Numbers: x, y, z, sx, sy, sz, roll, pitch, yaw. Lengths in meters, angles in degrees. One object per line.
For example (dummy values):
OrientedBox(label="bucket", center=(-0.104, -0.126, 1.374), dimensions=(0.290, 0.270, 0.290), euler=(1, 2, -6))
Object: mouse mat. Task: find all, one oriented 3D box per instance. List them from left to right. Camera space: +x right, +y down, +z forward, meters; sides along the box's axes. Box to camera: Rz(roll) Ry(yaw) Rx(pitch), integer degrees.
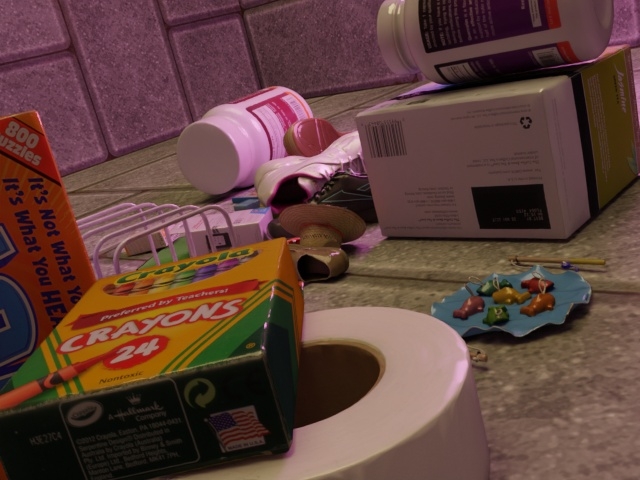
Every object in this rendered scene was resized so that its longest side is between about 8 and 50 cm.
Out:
OrientedBox(label="mouse mat", center=(-0.261, 0.017, 1.467), dimensions=(0.153, 0.007, 0.189), euler=(-9, 18, 19))

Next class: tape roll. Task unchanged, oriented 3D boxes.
OrientedBox(label="tape roll", center=(-0.009, 0.158, 0.618), dimensions=(0.286, 0.100, 0.286), euler=(-14, 17, 4))

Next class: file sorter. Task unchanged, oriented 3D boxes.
OrientedBox(label="file sorter", center=(-0.258, 0.047, 1.071), dimensions=(0.193, 0.173, 0.278), euler=(-26, 19, -36))

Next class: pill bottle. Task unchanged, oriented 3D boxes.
OrientedBox(label="pill bottle", center=(-0.193, -0.268, 1.971), dimensions=(0.224, 0.223, 0.392), euler=(-5, 18, 29))
OrientedBox(label="pill bottle", center=(0.254, -0.336, 1.104), dimensions=(0.323, 0.181, 0.181), euler=(-2, 20, 35))

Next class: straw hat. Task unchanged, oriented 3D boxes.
OrientedBox(label="straw hat", center=(0.000, 0.000, 1.194), dimensions=(0.145, 0.144, 0.061), euler=(-7, 59, 24))

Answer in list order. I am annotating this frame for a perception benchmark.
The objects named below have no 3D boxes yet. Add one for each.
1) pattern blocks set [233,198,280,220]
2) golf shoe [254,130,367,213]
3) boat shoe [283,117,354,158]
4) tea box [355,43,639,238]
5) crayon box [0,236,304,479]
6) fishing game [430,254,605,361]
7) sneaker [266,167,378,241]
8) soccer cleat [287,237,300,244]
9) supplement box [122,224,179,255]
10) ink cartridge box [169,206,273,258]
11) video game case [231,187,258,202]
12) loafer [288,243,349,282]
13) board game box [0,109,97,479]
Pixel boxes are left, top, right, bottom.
OrientedBox(label="pattern blocks set", center=(-0.026, -0.089, 1.581), dimensions=(0.286, 0.026, 0.325), euler=(-24, 19, -30))
OrientedBox(label="golf shoe", center=(0.020, -0.124, 1.451), dimensions=(0.306, 0.115, 0.140), euler=(-20, 26, 5))
OrientedBox(label="boat shoe", center=(0.001, -0.197, 1.694), dimensions=(0.110, 0.121, 0.341), euler=(-17, -10, 28))
OrientedBox(label="tea box", center=(0.295, -0.158, 1.193), dimensions=(0.329, 0.219, 0.324), euler=(1, 22, 42))
OrientedBox(label="crayon box", center=(-0.123, 0.083, 0.645), dimensions=(0.202, 0.081, 0.318), euler=(-13, 16, 4))
OrientedBox(label="fishing game", center=(0.215, 0.063, 0.853), dimensions=(0.264, 0.041, 0.189), euler=(-26, 17, -34))
OrientedBox(label="sneaker", center=(0.024, -0.072, 1.347), dimensions=(0.268, 0.106, 0.101), euler=(-18, 18, -8))
OrientedBox(label="soccer cleat", center=(-0.060, 0.012, 1.275), dimensions=(0.083, 0.029, 0.035), euler=(-20, 21, -1))
OrientedBox(label="supplement box", center=(-0.355, -0.003, 1.546), dimensions=(0.099, 0.036, 0.062), euler=(-14, 15, 22))
OrientedBox(label="ink cartridge box", center=(-0.183, -0.011, 1.380), dimensions=(0.180, 0.060, 0.104), euler=(-7, 18, 12))
OrientedBox(label="video game case", center=(-0.120, -0.127, 1.807), dimensions=(0.119, 0.015, 0.166), euler=(0, 22, 42))
OrientedBox(label="loafer", center=(-0.031, 0.035, 1.121), dimensions=(0.148, 0.056, 0.050), euler=(-6, 12, 26))
OrientedBox(label="board game box", center=(-0.477, 0.086, 0.800), dimensions=(0.356, 0.356, 0.356), euler=(-27, 21, -36))
